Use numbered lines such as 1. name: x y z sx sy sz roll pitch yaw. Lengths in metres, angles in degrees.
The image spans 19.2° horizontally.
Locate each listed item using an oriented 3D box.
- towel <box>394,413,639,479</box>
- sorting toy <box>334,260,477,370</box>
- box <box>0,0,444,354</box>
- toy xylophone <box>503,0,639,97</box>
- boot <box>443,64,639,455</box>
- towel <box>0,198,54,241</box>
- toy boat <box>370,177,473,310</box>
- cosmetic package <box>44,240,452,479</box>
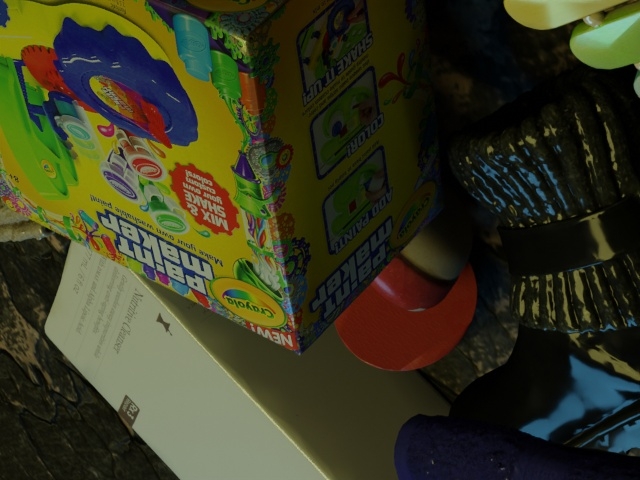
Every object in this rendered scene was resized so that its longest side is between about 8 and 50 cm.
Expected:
1. towel: 0.186 0.206 1.044 0.308 0.076 0.228 6 122 54
2. sorting toy: 0.000 0.000 1.627 0.365 0.127 0.126 38 175 29
3. box: -0.088 -0.122 1.288 0.290 0.177 0.279 24 143 30
4. toy xylophone: 0.189 -0.183 1.096 0.322 0.081 0.236 31 151 -22
5. boot: 0.159 0.032 1.382 0.260 0.131 0.348 51 138 -7
6. towel: -0.271 -0.061 1.811 0.282 0.187 0.049 -6 119 54
7. toy boat: 0.004 -0.015 1.492 0.231 0.151 0.151 38 105 28
8. cosmetic package: -0.064 0.129 1.748 0.385 0.156 0.217 46 145 15
